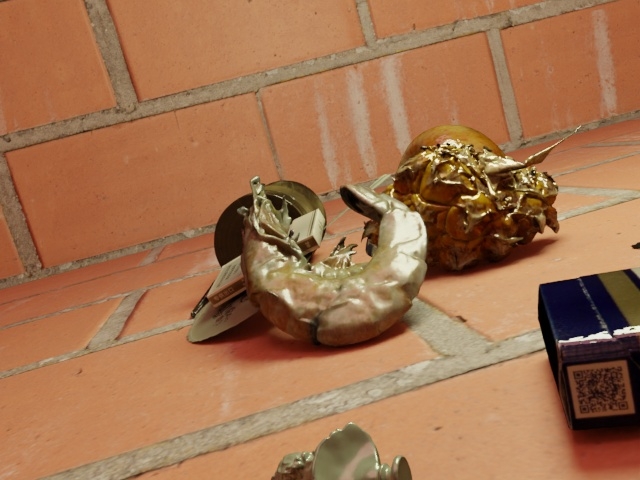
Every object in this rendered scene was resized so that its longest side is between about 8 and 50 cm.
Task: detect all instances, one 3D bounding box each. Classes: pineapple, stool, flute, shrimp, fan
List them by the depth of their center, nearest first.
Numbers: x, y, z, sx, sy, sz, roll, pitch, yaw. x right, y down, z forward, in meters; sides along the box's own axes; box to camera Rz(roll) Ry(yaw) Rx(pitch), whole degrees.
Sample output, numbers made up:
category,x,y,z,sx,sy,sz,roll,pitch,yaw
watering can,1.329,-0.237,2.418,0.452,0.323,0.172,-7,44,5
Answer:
category,x,y,z,sx,sy,sz,roll,pitch,yaw
shrimp,0.000,0.000,0.854,0.246,0.085,0.360,-31,43,-10
pineapple,0.214,-0.050,0.940,0.334,0.158,0.161,-4,39,11
fan,-0.039,0.023,0.993,0.414,0.012,0.233,-39,17,-12
flute,-0.215,0.105,1.214,0.014,0.014,0.269,-14,9,2
stool,-0.088,-0.019,1.250,0.179,0.179,0.264,-13,8,9

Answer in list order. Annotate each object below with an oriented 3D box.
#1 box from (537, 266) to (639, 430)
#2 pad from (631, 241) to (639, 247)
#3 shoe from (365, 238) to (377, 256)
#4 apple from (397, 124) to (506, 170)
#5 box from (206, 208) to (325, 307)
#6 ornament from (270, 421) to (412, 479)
category,x,y,z,sx,sy,sz,roll,pitch,yaw
box,0.294,0.060,0.458,0.259,0.071,0.168,-12,9,17
pad,0.610,-0.037,0.778,0.367,0.007,0.247,-18,10,-19
shoe,0.138,0.012,1.095,0.071,0.064,0.143,5,3,-32
apple,0.256,-0.120,1.253,0.187,0.211,0.211,14,-7,-29
box,-0.083,0.025,0.995,0.198,0.029,0.109,-31,17,17
ornament,0.012,0.155,0.420,0.092,0.041,0.068,11,47,44
